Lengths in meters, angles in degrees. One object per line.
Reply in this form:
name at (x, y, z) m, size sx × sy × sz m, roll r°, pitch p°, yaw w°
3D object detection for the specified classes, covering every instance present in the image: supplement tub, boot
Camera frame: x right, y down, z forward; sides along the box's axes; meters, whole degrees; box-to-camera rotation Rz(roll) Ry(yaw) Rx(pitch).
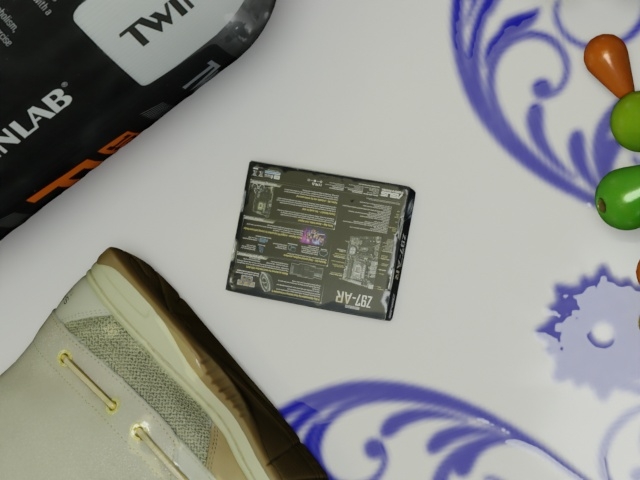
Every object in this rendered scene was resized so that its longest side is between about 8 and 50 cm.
supplement tub at (-0.167, -0.115, 0.706) m, size 0.338 × 0.207 × 0.207 m, roll -36°, pitch 78°, yaw 9°
boot at (-0.091, 0.131, 0.732) m, size 0.165 × 0.077 × 0.213 m, roll -42°, pitch 72°, yaw 6°

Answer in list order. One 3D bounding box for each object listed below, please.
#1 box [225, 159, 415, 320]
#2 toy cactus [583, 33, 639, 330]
box at (0.000, 0.000, 0.751) m, size 0.083 × 0.018 × 0.067 m, roll 9°, pitch 87°, yaw 14°
toy cactus at (0.196, -0.054, 0.656) m, size 0.180 × 0.112 × 0.219 m, roll -24°, pitch 78°, yaw 22°
